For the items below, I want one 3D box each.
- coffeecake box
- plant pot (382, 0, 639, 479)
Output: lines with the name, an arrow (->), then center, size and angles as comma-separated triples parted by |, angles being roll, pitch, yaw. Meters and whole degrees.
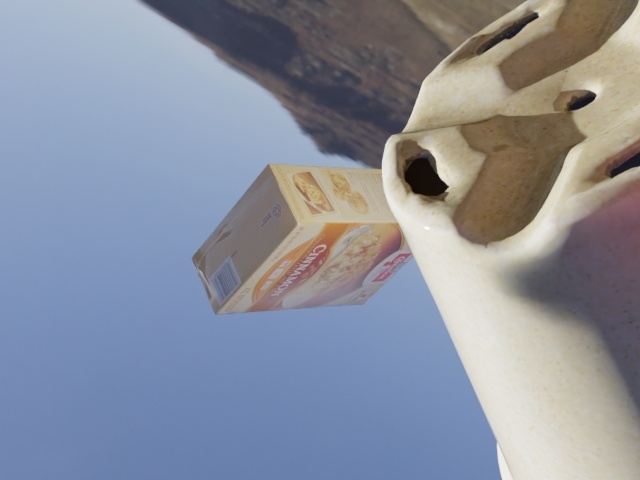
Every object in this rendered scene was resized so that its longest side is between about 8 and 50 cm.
coffeecake box -> 0.000, 0.000, 0.971 | 0.186, 0.142, 0.068 | -1, -125, -42
plant pot -> 0.200, 0.023, 0.604 | 0.305, 0.334, 0.334 | 55, 176, -30
